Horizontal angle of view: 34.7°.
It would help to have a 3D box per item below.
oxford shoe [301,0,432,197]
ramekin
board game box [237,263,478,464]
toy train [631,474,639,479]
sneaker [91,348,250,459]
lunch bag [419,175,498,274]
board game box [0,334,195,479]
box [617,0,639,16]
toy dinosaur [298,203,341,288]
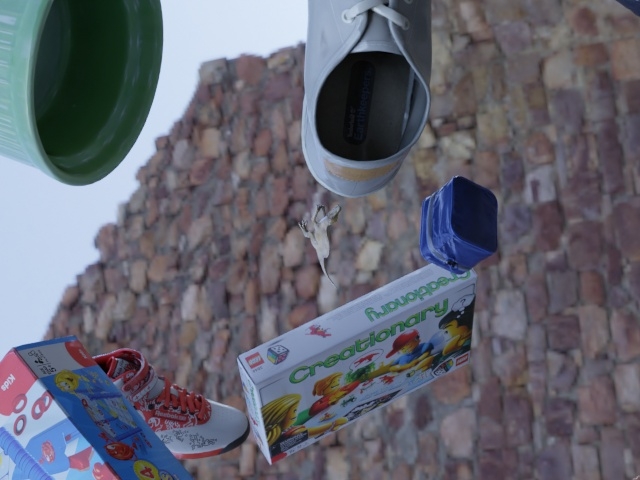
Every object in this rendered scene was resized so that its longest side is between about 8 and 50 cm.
[{"bbox_3d":[0.054,-0.269,1.089,0.130,0.169,0.450,-144,57,-83],"label":"oxford shoe"},{"bbox_3d":[-0.334,-0.231,1.285,0.303,0.148,0.304,15,-90,-73],"label":"ramekin"},{"bbox_3d":[0.052,0.148,1.278,0.053,0.305,0.193,54,161,36],"label":"board game box"},{"bbox_3d":[0.443,0.299,1.263,0.166,0.125,0.046,-8,-77,-44],"label":"toy train"},{"bbox_3d":[-0.232,0.234,1.488,0.090,0.270,0.145,-96,11,-55],"label":"sneaker"},{"bbox_3d":[0.147,-0.011,1.105,0.067,0.065,0.098,25,-128,-22],"label":"lunch bag"},{"bbox_3d":[-0.236,0.300,0.905,0.302,0.308,0.086,45,-162,18],"label":"board game box"},{"bbox_3d":[0.477,-0.530,1.006,0.297,0.471,0.480,23,-112,-32],"label":"box"},{"bbox_3d":[0.000,0.000,1.811,0.093,0.053,0.183,-117,23,-44],"label":"toy dinosaur"}]
